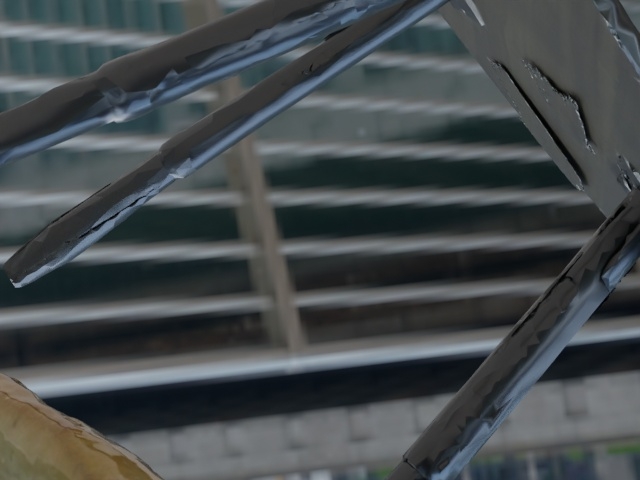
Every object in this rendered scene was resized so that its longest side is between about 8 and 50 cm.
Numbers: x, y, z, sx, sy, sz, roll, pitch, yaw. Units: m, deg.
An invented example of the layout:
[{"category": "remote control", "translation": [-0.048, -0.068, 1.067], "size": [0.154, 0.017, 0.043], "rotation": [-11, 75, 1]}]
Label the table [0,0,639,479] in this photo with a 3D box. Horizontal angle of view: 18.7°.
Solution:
[{"category": "table", "translation": [0.000, 0.000, 0.770], "size": [0.249, 0.317, 0.317], "rotation": [-36, 175, -1]}]

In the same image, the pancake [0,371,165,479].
[{"category": "pancake", "translation": [0.001, 0.156, 0.574], "size": [0.212, 0.257, 0.056], "rotation": [1, -144, 48]}]
